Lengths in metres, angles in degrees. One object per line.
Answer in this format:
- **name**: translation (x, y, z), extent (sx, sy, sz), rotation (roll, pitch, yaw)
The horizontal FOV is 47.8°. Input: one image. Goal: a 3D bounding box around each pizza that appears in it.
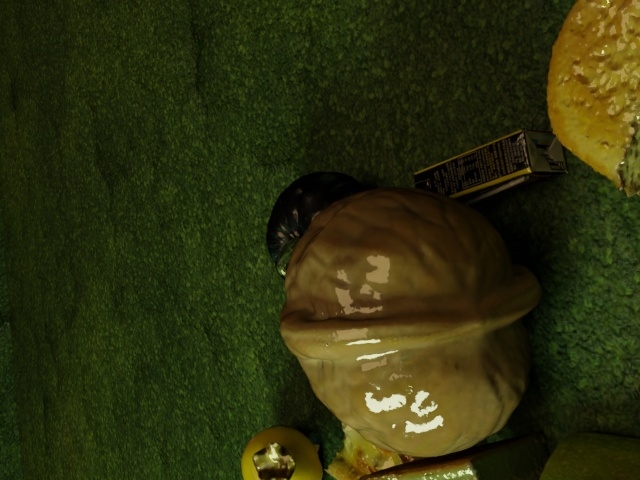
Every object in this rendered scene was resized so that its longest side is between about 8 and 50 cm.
- **pizza**: translation (0.087, 0.223, 0.967), extent (0.280, 0.075, 0.287), rotation (-20, 77, 49)

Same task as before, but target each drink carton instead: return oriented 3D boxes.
- **drink carton**: translation (0.191, -0.075, 0.829), extent (0.166, 0.071, 0.056), rotation (-20, 73, 51)

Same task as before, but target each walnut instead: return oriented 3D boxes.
- **walnut**: translation (0.098, 0.086, 0.789), extent (0.285, 0.285, 0.296), rotation (-11, 90, 51)

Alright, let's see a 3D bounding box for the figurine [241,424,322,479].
- **figurine**: translation (-0.051, 0.360, 1.050), extent (0.234, 0.127, 0.185), rotation (138, 127, -75)

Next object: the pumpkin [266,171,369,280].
- **pumpkin**: translation (0.009, -0.003, 1.006), extent (0.194, 0.150, 0.194), rotation (-12, 68, 33)

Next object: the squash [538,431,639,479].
- **squash**: translation (0.307, 0.274, 0.646), extent (0.252, 0.093, 0.169), rotation (-11, 82, 63)

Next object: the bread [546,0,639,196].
- **bread**: translation (0.287, -0.158, 0.648), extent (0.139, 0.143, 0.229), rotation (33, 115, 44)

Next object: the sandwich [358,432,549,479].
- **sandwich**: translation (0.154, 0.299, 0.812), extent (0.187, 0.144, 0.117), rotation (-26, 70, 39)
